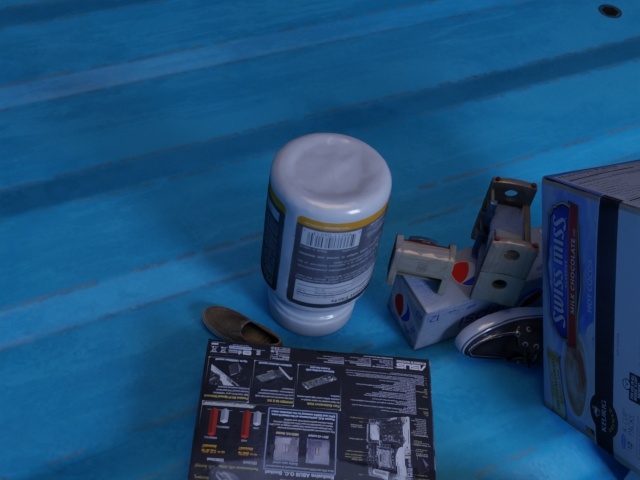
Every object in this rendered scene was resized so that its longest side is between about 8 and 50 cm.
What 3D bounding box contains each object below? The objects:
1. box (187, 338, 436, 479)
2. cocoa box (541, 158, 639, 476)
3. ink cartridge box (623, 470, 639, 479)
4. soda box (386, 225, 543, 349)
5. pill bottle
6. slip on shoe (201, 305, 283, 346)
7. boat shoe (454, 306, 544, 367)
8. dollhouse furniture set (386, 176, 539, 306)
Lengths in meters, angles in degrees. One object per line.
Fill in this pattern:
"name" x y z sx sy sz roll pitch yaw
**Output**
"box" -0.008 0.255 1.151 0.308 0.076 0.242 5 47 -4
"cocoa box" 0.441 0.083 1.160 0.232 0.347 0.228 -11 18 -18
"ink cartridge box" 0.496 0.315 1.181 0.150 0.063 0.109 -20 53 -25
"soda box" 0.249 0.066 1.351 0.286 0.098 0.091 -16 53 -21
"pill bottle" 0.000 0.000 1.251 0.162 0.278 0.162 4 47 -5
"slip on shoe" -0.111 0.127 1.278 0.135 0.041 0.051 33 51 21
"boat shoe" 0.309 0.148 1.305 0.229 0.080 0.076 -4 46 -22
"dollhouse furniture set" 0.199 -0.010 1.257 0.184 0.129 0.129 10 48 0
